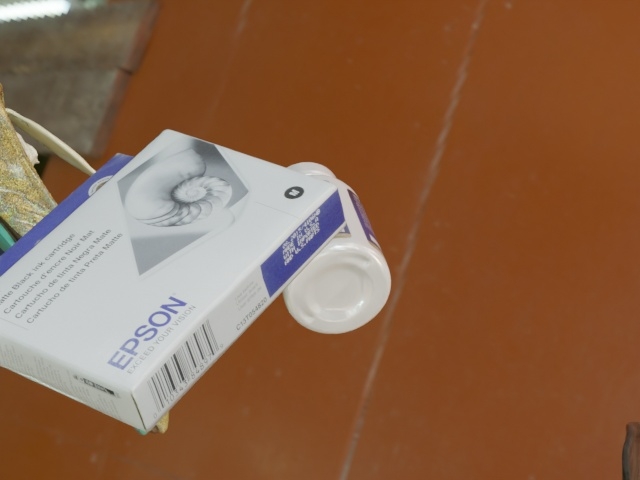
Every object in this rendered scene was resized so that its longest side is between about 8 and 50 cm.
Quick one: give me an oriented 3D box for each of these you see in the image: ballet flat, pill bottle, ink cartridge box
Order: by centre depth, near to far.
[{"bbox_3d":[-0.134,0.010,1.035,0.224,0.045,0.223,17,48,33],"label":"ink cartridge box"},{"bbox_3d":[-0.213,0.005,1.302,0.348,0.123,0.123,50,122,3],"label":"ballet flat"},{"bbox_3d":[0.000,0.000,1.348,0.094,0.094,0.169,-53,27,20],"label":"pill bottle"}]

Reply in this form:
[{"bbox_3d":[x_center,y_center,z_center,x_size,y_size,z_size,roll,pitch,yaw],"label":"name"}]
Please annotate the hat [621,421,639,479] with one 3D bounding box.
[{"bbox_3d":[0.239,0.259,0.857,0.134,0.331,0.331,-4,62,10],"label":"hat"}]
